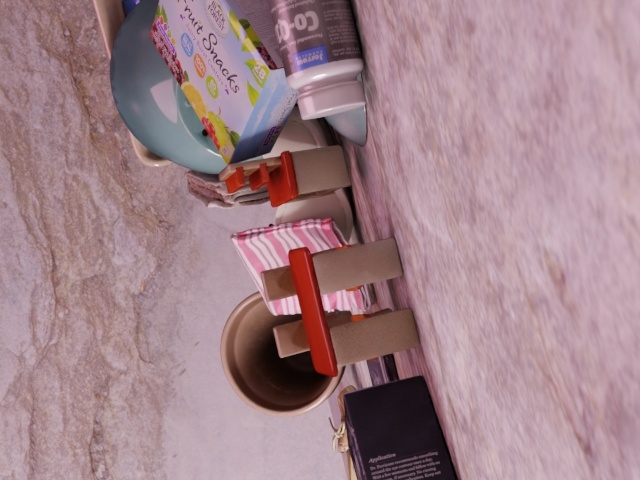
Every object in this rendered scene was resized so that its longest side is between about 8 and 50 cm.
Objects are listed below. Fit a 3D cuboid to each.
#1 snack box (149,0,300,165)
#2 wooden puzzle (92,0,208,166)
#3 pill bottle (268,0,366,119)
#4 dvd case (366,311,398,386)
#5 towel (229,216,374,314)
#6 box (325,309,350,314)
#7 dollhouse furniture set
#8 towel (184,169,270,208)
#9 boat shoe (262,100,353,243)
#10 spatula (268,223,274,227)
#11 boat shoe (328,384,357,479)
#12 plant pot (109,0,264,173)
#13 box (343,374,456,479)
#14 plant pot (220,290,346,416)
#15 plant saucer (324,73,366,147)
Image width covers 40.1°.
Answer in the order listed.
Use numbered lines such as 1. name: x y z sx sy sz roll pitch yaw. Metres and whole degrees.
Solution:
1. snack box: -0.105 -0.220 0.991 0.207 0.070 0.174 58 146 16
2. wooden puzzle: -0.197 -0.330 1.424 0.080 0.322 0.348 4 116 46
3. pill bottle: -0.002 -0.192 0.852 0.078 0.078 0.137 -169 66 -85
4. dvd case: 0.085 0.185 1.244 0.221 0.018 0.164 120 137 -83
5. towel: -0.030 0.041 1.217 0.029 0.197 0.144 -49 -60 -43
6. box: 0.000 0.000 1.530 0.175 0.051 0.220 -108 7 -50
7. dollhouse furniture set: -0.020 0.030 1.016 0.262 0.135 0.259 163 94 -73
8. towel: -0.100 -0.096 1.378 0.282 0.187 0.049 -153 53 -70
9. boat shoe: -0.016 -0.089 1.179 0.305 0.109 0.091 76 -167 -52
10. spatula: -0.021 0.089 1.629 0.296 0.030 0.084 57 -174 -23
11. boat shoe: 0.068 0.414 1.644 0.104 0.089 0.285 86 170 -66
12. plant pot: -0.139 -0.227 1.257 0.235 0.293 0.293 -142 37 -64
13. box: 0.088 0.256 0.957 0.156 0.093 0.158 84 173 -57
14. plant pot: -0.051 0.229 1.859 0.229 0.263 0.263 13 -118 -74
15. plant saucer: 0.009 -0.195 0.970 0.195 0.037 0.195 166 90 -85
